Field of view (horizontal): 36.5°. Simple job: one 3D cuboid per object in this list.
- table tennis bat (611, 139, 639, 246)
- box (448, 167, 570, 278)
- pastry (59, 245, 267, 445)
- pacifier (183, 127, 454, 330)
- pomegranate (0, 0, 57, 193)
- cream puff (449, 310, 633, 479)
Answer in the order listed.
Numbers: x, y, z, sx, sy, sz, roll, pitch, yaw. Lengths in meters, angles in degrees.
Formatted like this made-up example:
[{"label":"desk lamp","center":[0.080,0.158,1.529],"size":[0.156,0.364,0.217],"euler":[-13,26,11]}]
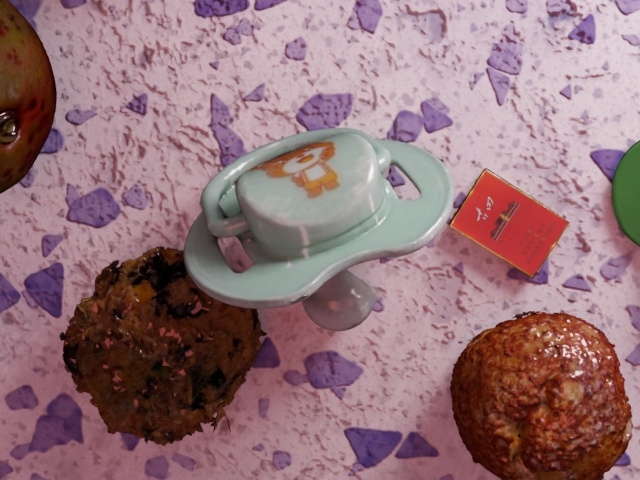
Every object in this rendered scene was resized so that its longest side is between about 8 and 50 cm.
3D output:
[{"label":"table tennis bat","center":[0.449,-0.015,1.225],"size":[0.160,0.039,0.257],"euler":[5,105,26]},{"label":"box","center":[0.247,-0.022,1.269],"size":[0.133,0.023,0.090],"euler":[33,100,1]},{"label":"pastry","center":[-0.214,0.139,1.272],"size":[0.274,0.193,0.275],"euler":[2,101,8]},{"label":"pacifier","center":[0.000,0.000,1.231],"size":[0.343,0.288,0.269],"euler":[-19,131,-9]},{"label":"pomegranate","center":[-0.501,-0.201,1.214],"size":[0.323,0.291,0.291],"euler":[28,102,3]},{"label":"cream puff","center":[0.282,0.213,1.239],"size":[0.240,0.164,0.240],"euler":[1,104,3]}]
